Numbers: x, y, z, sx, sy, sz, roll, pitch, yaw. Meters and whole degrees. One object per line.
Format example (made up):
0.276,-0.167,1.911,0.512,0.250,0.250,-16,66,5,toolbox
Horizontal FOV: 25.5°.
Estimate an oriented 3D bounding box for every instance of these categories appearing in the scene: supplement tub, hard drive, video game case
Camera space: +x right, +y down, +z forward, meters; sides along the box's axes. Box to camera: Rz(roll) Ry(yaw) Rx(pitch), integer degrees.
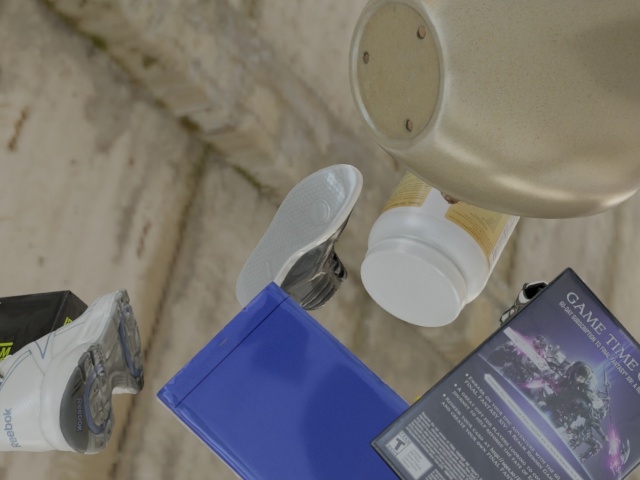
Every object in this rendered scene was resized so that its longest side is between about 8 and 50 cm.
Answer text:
0.224,-0.021,2.564,0.316,0.228,0.228,-57,-49,-35,supplement tub
-0.017,0.229,1.753,0.210,0.318,0.040,-44,-13,-18,hard drive
0.215,0.187,1.416,0.274,0.026,0.196,-40,-95,-12,video game case

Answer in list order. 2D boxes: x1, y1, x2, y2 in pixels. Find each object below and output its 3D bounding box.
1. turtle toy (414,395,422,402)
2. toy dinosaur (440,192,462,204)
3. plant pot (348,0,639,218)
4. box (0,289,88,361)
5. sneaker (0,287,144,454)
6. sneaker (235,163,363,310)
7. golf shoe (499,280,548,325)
0.196,0.321,2.350,0.066,0.095,0.130,-5,-64,-15,turtle toy
0.285,-0.099,2.208,0.064,0.211,0.112,-8,-89,-46,toy dinosaur
0.137,-0.150,1.202,0.191,0.284,0.284,-8,-88,-34,plant pot
-0.380,0.150,1.659,0.045,0.190,0.184,44,-129,-41,box
-0.250,0.122,1.372,0.297,0.129,0.111,-60,-39,-76,sneaker
0.000,0.000,2.224,0.147,0.296,0.104,9,-143,-47,sneaker
0.297,0.099,1.937,0.198,0.077,0.094,-90,19,-82,golf shoe
